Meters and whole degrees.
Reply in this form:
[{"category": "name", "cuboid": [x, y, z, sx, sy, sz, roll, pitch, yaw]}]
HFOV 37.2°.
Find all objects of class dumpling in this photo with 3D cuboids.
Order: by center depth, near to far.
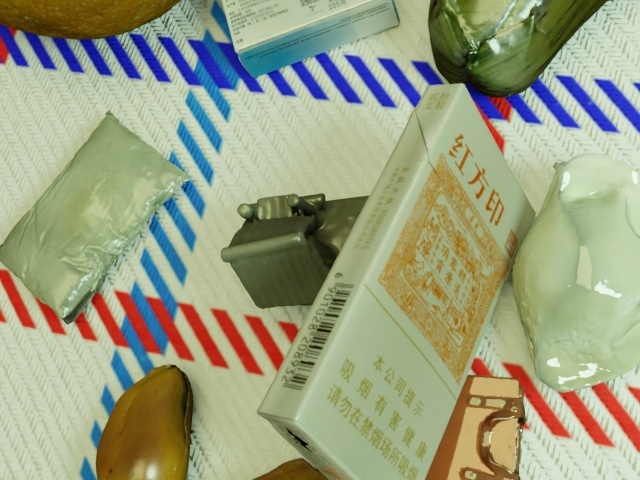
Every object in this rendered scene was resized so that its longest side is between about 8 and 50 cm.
[{"category": "dumpling", "cuboid": [0.279, 0.040, 0.945, 0.166, 0.126, 0.216, 10, 59, -10]}]

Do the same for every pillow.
[{"category": "pillow", "cuboid": [-0.275, -0.030, 1.136, 0.148, 0.050, 0.229, 36, 82, 17]}]

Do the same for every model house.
[{"category": "model house", "cuboid": [0.002, 0.007, 0.993, 0.229, 0.188, 0.122, -3, 87, 14]}]

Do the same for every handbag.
[{"category": "handbag", "cuboid": [0.109, 0.198, 0.960, 0.190, 0.063, 0.127, 2, 73, 18]}]

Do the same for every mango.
[{"category": "mango", "cuboid": [-0.183, 0.217, 1.019, 0.105, 0.084, 0.159, -7, 50, 29]}]

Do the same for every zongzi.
[{"category": "zongzi", "cuboid": [0.311, -0.293, 1.022, 0.360, 0.160, 0.323, 12, 82, 11]}]

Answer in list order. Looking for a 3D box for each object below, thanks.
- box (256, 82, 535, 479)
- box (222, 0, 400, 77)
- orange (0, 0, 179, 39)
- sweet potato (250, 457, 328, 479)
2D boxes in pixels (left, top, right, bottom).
[{"category": "box", "cuboid": [0.089, 0.054, 0.888, 0.051, 0.204, 0.365, 4, 56, 40]}, {"category": "box", "cuboid": [-0.019, -0.298, 1.141, 0.194, 0.073, 0.139, -19, 69, 8]}, {"category": "orange", "cuboid": [-0.308, -0.401, 1.127, 0.357, 0.322, 0.322, 1, 73, 25]}, {"category": "sweet potato", "cuboid": [-0.083, 0.302, 0.964, 0.252, 0.097, 0.097, -28, 68, 12]}]
